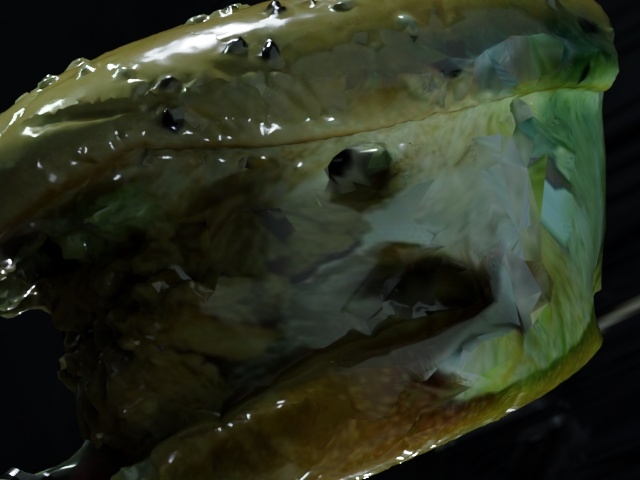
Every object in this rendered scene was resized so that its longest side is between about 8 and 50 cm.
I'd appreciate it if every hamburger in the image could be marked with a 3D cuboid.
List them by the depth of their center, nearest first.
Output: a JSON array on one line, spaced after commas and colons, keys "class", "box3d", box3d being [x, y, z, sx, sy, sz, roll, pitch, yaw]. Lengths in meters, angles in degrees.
[{"class": "hamburger", "box3d": [0.000, 0.000, 0.583, 0.288, 0.192, 0.167, -18, -96, -34]}]
